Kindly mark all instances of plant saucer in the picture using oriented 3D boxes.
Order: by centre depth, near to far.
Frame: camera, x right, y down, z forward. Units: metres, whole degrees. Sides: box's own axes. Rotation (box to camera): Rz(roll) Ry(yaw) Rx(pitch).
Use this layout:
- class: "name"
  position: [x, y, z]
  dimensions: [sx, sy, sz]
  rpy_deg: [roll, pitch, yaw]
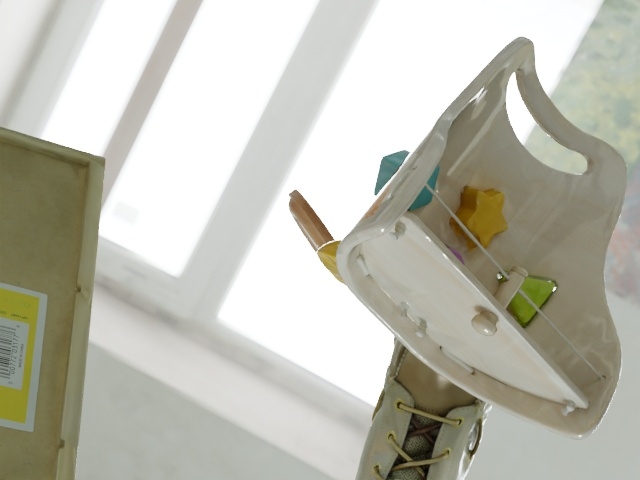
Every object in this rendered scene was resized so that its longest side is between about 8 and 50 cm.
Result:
- class: "plant saucer"
  position: [0.000, 0.000, 1.025]
  dimensions: [0.083, 0.013, 0.083]
  rpy_deg: [55, 177, 5]

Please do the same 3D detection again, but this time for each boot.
- class: "boot"
  position: [0.055, 0.148, 0.888]
  dimensions: [0.077, 0.213, 0.165]
  rpy_deg: [19, -128, 10]

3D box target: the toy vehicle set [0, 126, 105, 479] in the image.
- class: "toy vehicle set"
  position: [-0.182, 0.044, 0.587]
  dimensions: [0.166, 0.035, 0.266]
  rpy_deg: [16, -137, -19]

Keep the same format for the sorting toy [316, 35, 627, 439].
- class: "sorting toy"
  position: [0.045, -0.007, 0.343]
  dimensions: [0.083, 0.075, 0.045]
  rpy_deg: [45, 157, -29]
